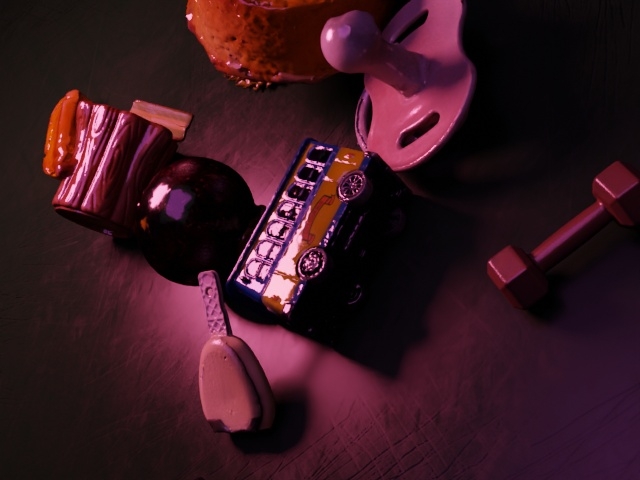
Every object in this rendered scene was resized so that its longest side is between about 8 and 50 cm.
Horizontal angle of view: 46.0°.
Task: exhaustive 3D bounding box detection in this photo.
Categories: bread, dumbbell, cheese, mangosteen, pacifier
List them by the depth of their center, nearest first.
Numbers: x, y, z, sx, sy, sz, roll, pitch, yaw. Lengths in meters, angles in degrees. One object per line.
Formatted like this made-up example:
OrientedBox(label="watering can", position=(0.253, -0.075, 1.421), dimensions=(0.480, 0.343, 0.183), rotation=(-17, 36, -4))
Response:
OrientedBox(label="dumbbell", position=(0.327, -0.005, 0.981), dimensions=(0.231, 0.092, 0.082), rotation=(-40, 77, 11))
OrientedBox(label="cheese", position=(-0.146, 0.170, 1.157), dimensions=(0.127, 0.054, 0.252), rotation=(-11, 93, 31))
OrientedBox(label="pacifier", position=(0.133, -0.265, 1.190), dimensions=(0.220, 0.273, 0.332), rotation=(-8, 59, 13))
OrientedBox(label="mangosteen", position=(-0.183, -0.022, 1.291), dimensions=(0.265, 0.228, 0.228), rotation=(19, 73, 2))
OrientedBox(label="bread", position=(-0.060, -0.454, 1.366), dimensions=(0.397, 0.215, 0.398), rotation=(0, 58, 0))
OrientedBox(label="bread", position=(-0.347, -0.246, 1.657), dimensions=(0.139, 0.084, 0.074), rotation=(14, 70, 8))
OrientedBox(label="bread", position=(-0.593, -0.247, 1.784), dimensions=(0.102, 0.094, 0.246), rotation=(-22, 53, 31))

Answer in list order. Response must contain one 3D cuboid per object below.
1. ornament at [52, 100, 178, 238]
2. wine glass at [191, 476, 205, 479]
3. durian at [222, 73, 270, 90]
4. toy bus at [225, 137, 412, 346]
OrientedBox(label="ornament", position=(-0.418, -0.134, 1.511), dimensions=(0.235, 0.221, 0.218), rotation=(4, 71, 46))
OrientedBox(label="wine glass", position=(-0.085, 0.391, 1.060), dimensions=(0.262, 0.074, 0.074), rotation=(0, 65, 34))
OrientedBox(label="durian", position=(-0.146, -0.427, 1.577), dimensions=(0.169, 0.158, 0.352), rotation=(-21, 45, -20))
OrientedBox(label="toy bus", position=(0.000, 0.000, 1.177), dimensions=(0.175, 0.138, 0.288), rotation=(19, 76, 40))
